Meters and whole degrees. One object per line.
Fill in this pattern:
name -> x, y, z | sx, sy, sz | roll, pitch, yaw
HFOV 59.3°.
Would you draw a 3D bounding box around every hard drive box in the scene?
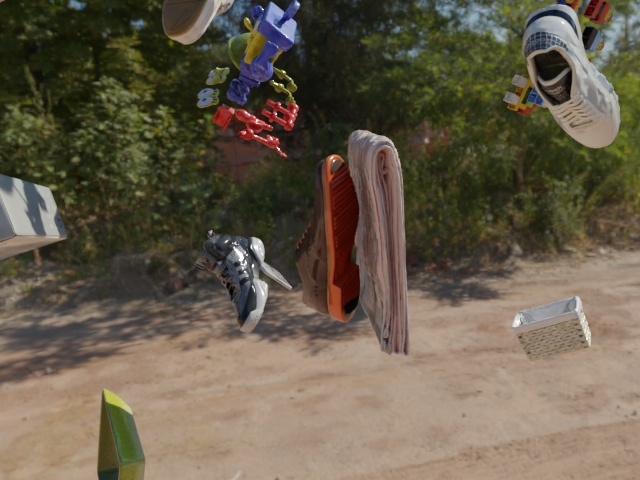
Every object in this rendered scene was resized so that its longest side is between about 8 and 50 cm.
hard drive box -> -0.481, -0.015, 0.774 | 0.181, 0.089, 0.232 | -20, 4, -10

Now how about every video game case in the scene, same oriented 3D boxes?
video game case -> -0.140, 0.093, 1.625 | 0.122, 0.011, 0.087 | 39, 3, -45

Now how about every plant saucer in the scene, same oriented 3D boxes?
plant saucer -> -0.326, 0.369, 0.921 | 0.045, 0.188, 0.188 | -1, 24, -29

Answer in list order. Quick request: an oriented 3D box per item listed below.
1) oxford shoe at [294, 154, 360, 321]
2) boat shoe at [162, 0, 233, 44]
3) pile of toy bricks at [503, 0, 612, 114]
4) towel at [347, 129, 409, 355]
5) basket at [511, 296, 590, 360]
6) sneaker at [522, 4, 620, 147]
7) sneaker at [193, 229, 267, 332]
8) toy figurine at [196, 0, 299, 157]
oxford shoe -> 0.000, 0.000, 0.866 | 0.098, 0.271, 0.097 | 11, 26, 27
boat shoe -> -0.190, -0.434, 0.979 | 0.098, 0.277, 0.096 | 1, -28, 22
pile of toy bricks -> 0.416, -0.304, 0.949 | 0.105, 0.212, 0.118 | 11, 19, -37
towel -> 0.086, -0.017, 0.926 | 0.053, 0.317, 0.332 | -5, 14, -2
basket -> 0.586, 0.225, 1.423 | 0.167, 0.103, 0.113 | -22, 4, 30
sneaker -> 0.341, -0.201, 0.774 | 0.090, 0.235, 0.095 | -19, 39, 41
sneaker -> -0.208, 0.084, 1.268 | 0.153, 0.101, 0.269 | 19, 39, -23
toy figurine -> -0.081, -0.358, 1.075 | 0.191, 0.217, 0.362 | 27, 36, -17
